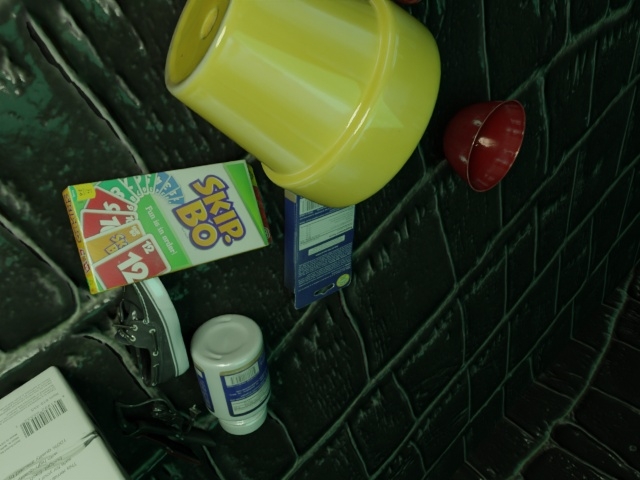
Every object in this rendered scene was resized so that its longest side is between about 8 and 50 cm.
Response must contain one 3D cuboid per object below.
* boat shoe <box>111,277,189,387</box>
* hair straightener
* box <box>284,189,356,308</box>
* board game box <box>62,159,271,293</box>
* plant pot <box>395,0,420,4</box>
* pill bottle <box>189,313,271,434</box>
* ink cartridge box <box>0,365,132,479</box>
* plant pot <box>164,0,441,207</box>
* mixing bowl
[{"bbox_3d":[-0.240,0.118,0.746,0.076,0.080,0.229,-32,142,-30],"label":"boat shoe"},{"bbox_3d":[-0.240,0.293,0.889,0.089,0.047,0.230,-49,136,-10],"label":"hair straightener"},{"bbox_3d":[0.000,0.000,0.939,0.136,0.036,0.225,-22,128,-35],"label":"box"},{"bbox_3d":[-0.174,-0.027,0.700,0.259,0.039,0.124,-16,92,-41],"label":"board game box"},{"bbox_3d":[0.122,-0.441,0.621,0.265,0.272,0.272,-50,141,5],"label":"plant pot"},{"bbox_3d":[-0.138,0.221,0.885,0.112,0.112,0.187,-29,133,-30],"label":"pill bottle"},{"bbox_3d":[-0.325,0.288,0.637,0.172,0.237,0.100,-35,136,-24],"label":"ink cartridge box"},{"bbox_3d":[-0.034,-0.192,0.633,0.239,0.254,0.254,20,100,-35],"label":"plant pot"},{"bbox_3d":[0.305,-0.197,1.074,0.181,0.098,0.182,-26,132,-33],"label":"mixing bowl"}]
